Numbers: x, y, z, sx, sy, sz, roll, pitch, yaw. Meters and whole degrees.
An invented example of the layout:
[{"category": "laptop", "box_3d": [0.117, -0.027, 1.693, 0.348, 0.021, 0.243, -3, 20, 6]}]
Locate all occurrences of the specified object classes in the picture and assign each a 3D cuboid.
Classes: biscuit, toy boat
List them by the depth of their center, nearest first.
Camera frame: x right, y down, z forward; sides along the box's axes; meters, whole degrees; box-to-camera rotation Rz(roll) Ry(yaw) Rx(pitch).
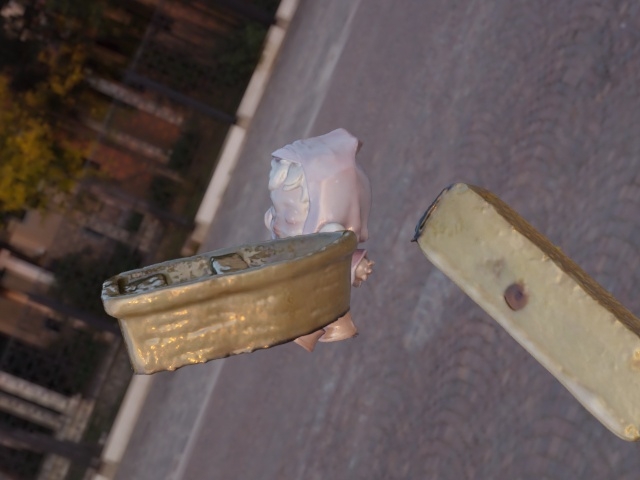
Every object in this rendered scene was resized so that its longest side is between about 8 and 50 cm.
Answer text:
[{"category": "biscuit", "box_3d": [0.135, 0.040, 0.698, 0.056, 0.188, 0.052, -53, -26, 15]}, {"category": "toy boat", "box_3d": [-0.059, 0.041, 0.859, 0.116, 0.188, 0.061, -146, 44, -78]}]

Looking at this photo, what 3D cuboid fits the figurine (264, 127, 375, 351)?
[{"category": "figurine", "box_3d": [0.000, -0.001, 1.487, 0.200, 0.133, 0.276, -158, 64, -64]}]
